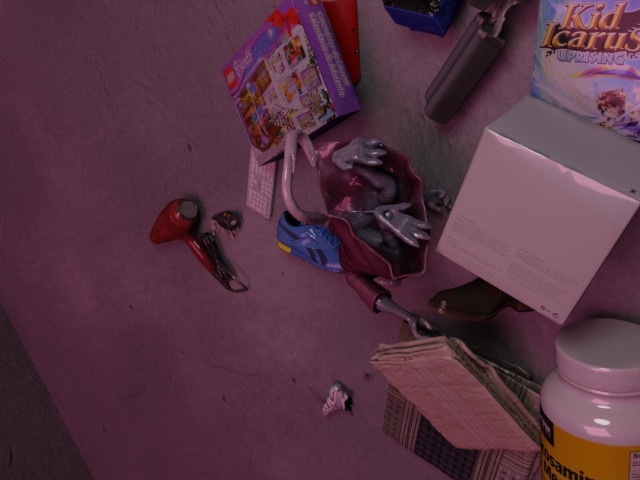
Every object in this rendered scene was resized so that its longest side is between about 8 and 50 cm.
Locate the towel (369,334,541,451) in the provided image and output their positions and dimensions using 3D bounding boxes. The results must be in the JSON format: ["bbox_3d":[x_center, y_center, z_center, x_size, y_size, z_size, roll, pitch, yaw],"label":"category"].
[{"bbox_3d":[0.228,0.261,1.029,0.187,0.049,0.282,-18,121,48],"label":"towel"}]

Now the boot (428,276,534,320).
[{"bbox_3d":[0.259,0.054,0.924,0.082,0.219,0.106,38,125,50],"label":"boot"}]

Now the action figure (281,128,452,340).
[{"bbox_3d":[0.070,0.013,0.987,0.275,0.248,0.370,8,161,2],"label":"action figure"}]

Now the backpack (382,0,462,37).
[{"bbox_3d":[0.158,-0.360,0.869,0.098,0.101,0.120,25,92,26],"label":"backpack"}]

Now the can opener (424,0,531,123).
[{"bbox_3d":[0.214,-0.289,0.852,0.093,0.074,0.280,19,138,-7],"label":"can opener"}]

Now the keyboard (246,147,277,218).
[{"bbox_3d":[-0.116,-0.168,1.246,0.072,0.014,0.256,27,126,27],"label":"keyboard"}]

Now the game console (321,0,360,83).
[{"bbox_3d":[0.002,-0.345,1.061,0.124,0.085,0.144,-139,40,-60],"label":"game console"}]

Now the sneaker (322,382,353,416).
[{"bbox_3d":[0.044,0.370,1.363,0.069,0.038,0.098,32,129,24],"label":"sneaker"}]

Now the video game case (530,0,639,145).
[{"bbox_3d":[0.404,-0.191,0.774,0.269,0.061,0.244,15,119,34],"label":"video game case"}]

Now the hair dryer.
[{"bbox_3d":[-0.305,0.010,1.443,0.293,0.080,0.223,19,123,32],"label":"hair dryer"}]

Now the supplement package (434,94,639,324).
[{"bbox_3d":[0.292,-0.044,0.799,0.194,0.149,0.203,32,133,21],"label":"supplement package"}]

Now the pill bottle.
[{"bbox_3d":[0.424,0.295,0.909,0.188,0.188,0.334,7,115,37],"label":"pill bottle"}]

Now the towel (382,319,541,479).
[{"bbox_3d":[0.270,0.325,1.157,0.312,0.056,0.324,27,128,31],"label":"towel"}]

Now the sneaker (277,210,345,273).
[{"bbox_3d":[0.000,0.000,1.196,0.209,0.069,0.082,22,120,30],"label":"sneaker"}]

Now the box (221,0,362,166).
[{"bbox_3d":[-0.062,-0.264,1.059,0.293,0.057,0.201,-17,95,58],"label":"box"}]
